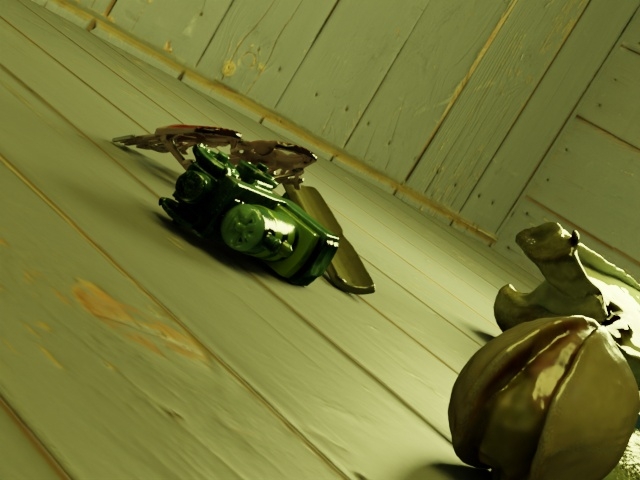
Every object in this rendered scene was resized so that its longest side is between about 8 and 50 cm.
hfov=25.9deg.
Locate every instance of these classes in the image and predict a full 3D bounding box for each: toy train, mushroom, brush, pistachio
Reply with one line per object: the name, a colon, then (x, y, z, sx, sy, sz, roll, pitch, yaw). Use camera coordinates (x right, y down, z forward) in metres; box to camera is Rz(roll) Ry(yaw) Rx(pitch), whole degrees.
toy train: (-0.067, -0.022, 1.332, 0.132, 0.083, 0.200, 37, 8, 17)
mushroom: (0.360, 0.131, 1.898, 0.292, 0.212, 0.217, 43, 25, -46)
brush: (0.000, 0.000, 1.653, 0.054, 0.048, 0.282, 15, 19, -22)
pistachio: (0.169, 0.123, 1.048, 0.144, 0.144, 0.215, 34, 14, 18)

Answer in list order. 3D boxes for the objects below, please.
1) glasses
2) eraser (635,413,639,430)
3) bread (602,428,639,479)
glasses: (-0.113, -0.076, 1.617, 0.255, 0.095, 0.162, 17, -7, -37)
eraser: (0.476, 0.273, 1.810, 0.312, 0.043, 0.144, 28, 6, -28)
bread: (0.359, 0.237, 1.304, 0.267, 0.040, 0.267, 19, 9, -3)
